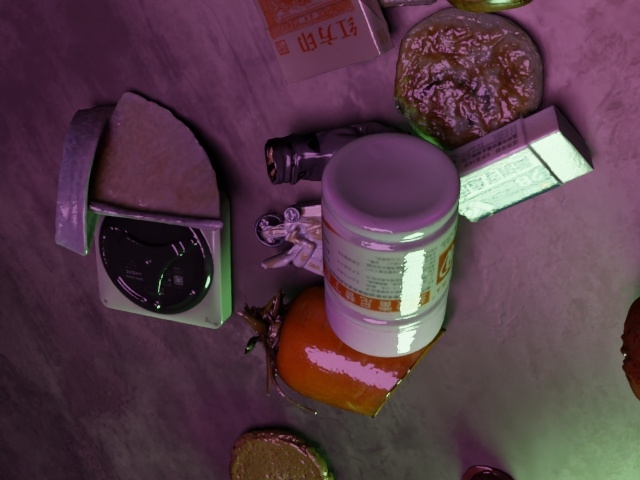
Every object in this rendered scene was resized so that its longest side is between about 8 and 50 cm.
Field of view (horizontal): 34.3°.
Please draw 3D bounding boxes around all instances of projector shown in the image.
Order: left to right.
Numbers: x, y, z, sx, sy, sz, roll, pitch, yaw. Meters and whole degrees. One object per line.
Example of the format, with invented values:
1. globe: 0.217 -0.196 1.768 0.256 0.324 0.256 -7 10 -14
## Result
1. projector: -0.291 0.022 1.883 0.257 0.079 0.259 9 115 19

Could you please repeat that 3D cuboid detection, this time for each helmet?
1. helmet: 0.302 0.462 1.864 0.111 0.057 0.089 23 122 10

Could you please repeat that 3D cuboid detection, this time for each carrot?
1. carrot: 0.022 0.186 1.768 0.331 0.193 0.214 22 101 10

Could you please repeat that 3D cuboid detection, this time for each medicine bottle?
1. medicine bottle: 0.103 0.013 1.575 0.202 0.202 0.315 15 141 15

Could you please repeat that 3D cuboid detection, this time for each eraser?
1. eraser: 0.290 -0.113 1.577 0.210 0.068 0.124 -25 137 28

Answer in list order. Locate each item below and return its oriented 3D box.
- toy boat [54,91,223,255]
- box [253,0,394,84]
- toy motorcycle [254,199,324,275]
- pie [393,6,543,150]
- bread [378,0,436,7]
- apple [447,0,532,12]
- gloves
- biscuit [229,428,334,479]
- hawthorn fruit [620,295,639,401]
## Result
1. toy boat: -0.324 -0.120 1.789 0.294 0.111 0.276 -10 76 1
2. box: -0.038 -0.431 1.567 0.205 0.051 0.365 -9 110 42
3. toy motorcycle: 0.000 0.000 1.765 0.229 0.074 0.151 -14 102 16
4. pie: 0.221 -0.243 1.579 0.241 0.054 0.240 9 117 19
5. bread: 0.122 -0.448 1.509 0.128 0.088 0.232 13 126 31
6. apple: 0.243 -0.400 1.446 0.163 0.146 0.147 7 119 32
7. gloves: 0.051 -0.132 1.652 0.286 0.119 0.142 9 154 1
8. biscuit: -0.075 0.459 2.020 0.226 0.042 0.225 8 114 18
9. hawthorn fruit: 0.580 0.165 1.547 0.253 0.205 0.205 0 113 14
